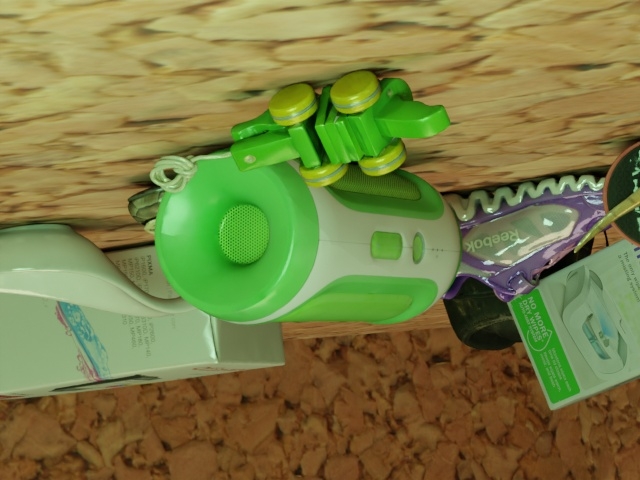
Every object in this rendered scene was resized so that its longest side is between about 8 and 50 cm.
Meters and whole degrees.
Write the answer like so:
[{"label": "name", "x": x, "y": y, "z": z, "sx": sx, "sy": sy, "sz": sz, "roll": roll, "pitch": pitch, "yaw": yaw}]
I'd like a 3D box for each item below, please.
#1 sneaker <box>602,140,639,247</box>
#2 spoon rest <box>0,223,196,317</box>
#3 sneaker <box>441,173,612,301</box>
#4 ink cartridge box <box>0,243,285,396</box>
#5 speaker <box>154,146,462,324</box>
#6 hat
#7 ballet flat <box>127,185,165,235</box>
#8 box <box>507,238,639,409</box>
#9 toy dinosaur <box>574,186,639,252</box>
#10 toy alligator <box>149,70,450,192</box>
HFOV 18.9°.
[{"label": "sneaker", "x": 0.387, "y": -0.054, "z": 1.551, "sx": 0.314, "sy": 0.116, "sz": 0.136, "roll": -1, "pitch": -175, "yaw": 9}, {"label": "spoon rest", "x": -0.188, "y": 0.028, "z": 1.656, "sx": 0.276, "sy": 0.084, "sz": 0.137, "roll": -4, "pitch": 173, "yaw": -34}, {"label": "sneaker", "x": 0.188, "y": 0.000, "z": 1.737, "sx": 0.236, "sy": 0.104, "sz": 0.095, "roll": -10, "pitch": 172, "yaw": 19}, {"label": "ink cartridge box", "x": -0.215, "y": 0.084, "z": 1.949, "sx": 0.306, "sy": 0.131, "sz": 0.226, "roll": -7, "pitch": 174, "yaw": 16}, {"label": "speaker", "x": 0.000, "y": 0.000, "z": 1.401, "sx": 0.131, "sy": 0.131, "sz": 0.296, "roll": -10, "pitch": 174, "yaw": 25}, {"label": "hat", "x": 0.210, "y": 0.046, "z": 2.015, "sx": 0.331, "sy": 0.134, "sz": 0.331, "roll": -10, "pitch": 175, "yaw": -1}, {"label": "ballet flat", "x": -0.064, "y": -0.015, "z": 1.496, "sx": 0.084, "sy": 0.058, "sz": 0.250, "roll": -11, "pitch": 173, "yaw": 26}, {"label": "box", "x": 0.352, "y": 0.041, "z": 1.816, "sx": 0.262, "sy": 0.127, "sz": 0.231, "roll": -14, "pitch": 169, "yaw": -43}, {"label": "toy dinosaur", "x": 0.279, "y": -0.063, "z": 1.455, "sx": 0.112, "sy": 0.064, "sz": 0.211, "roll": 1, "pitch": 153, "yaw": -18}, {"label": "toy alligator", "x": -0.010, "y": -0.066, "z": 1.122, "sx": 0.189, "sy": 0.056, "sz": 0.051, "roll": -10, "pitch": -146, "yaw": 25}]
